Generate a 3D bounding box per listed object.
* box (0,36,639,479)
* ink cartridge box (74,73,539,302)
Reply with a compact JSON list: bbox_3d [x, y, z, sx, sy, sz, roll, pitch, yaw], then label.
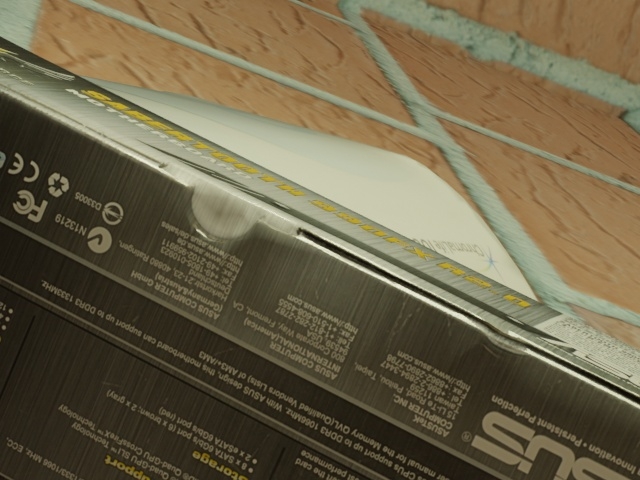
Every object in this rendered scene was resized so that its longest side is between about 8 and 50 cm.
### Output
[{"bbox_3d":[-0.045,0.071,0.416,0.231,0.183,0.056,26,10,15],"label":"box"},{"bbox_3d":[0.000,0.000,0.810,0.385,0.091,0.308,14,4,31],"label":"ink cartridge box"}]
